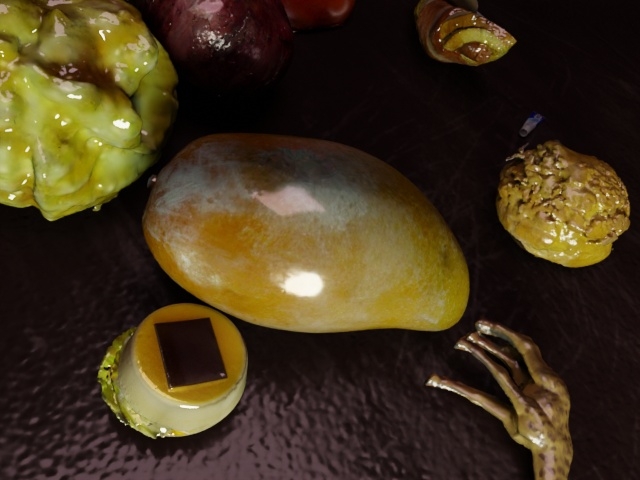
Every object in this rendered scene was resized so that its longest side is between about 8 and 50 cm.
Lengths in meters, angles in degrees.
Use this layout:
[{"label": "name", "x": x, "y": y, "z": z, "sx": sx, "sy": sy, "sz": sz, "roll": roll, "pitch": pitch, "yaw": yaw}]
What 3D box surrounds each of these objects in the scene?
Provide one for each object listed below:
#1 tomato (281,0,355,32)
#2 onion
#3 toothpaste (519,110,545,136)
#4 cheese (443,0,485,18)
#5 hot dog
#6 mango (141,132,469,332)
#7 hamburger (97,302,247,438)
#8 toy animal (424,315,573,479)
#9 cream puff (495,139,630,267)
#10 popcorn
[{"label": "tomato", "x": -0.040, "y": -0.478, "z": 1.022, "sx": 0.228, "sy": 0.101, "sz": 0.227, "roll": 7, "pitch": 55, "yaw": -11}, {"label": "onion", "x": -0.132, "y": -0.311, "z": 0.784, "sx": 0.252, "sy": 0.219, "sz": 0.252, "roll": 41, "pitch": 14, "yaw": -12}, {"label": "toothpaste", "x": 0.358, "y": -0.198, "z": 0.963, "sx": 0.024, "sy": 0.015, "sz": 0.083, "roll": 34, "pitch": 48, "yaw": 14}, {"label": "cheese", "x": 0.270, "y": -0.434, "z": 1.060, "sx": 0.192, "sy": 0.037, "sz": 0.097, "roll": 27, "pitch": 12, "yaw": -28}, {"label": "hot dog", "x": 0.231, "y": -0.354, "z": 0.991, "sx": 0.123, "sy": 0.093, "sz": 0.261, "roll": 15, "pitch": 26, "yaw": -23}, {"label": "mango", "x": 0.000, "y": 0.000, "z": 0.622, "sx": 0.384, "sy": 0.199, "sz": 0.221, "roll": 21, "pitch": 41, "yaw": -12}, {"label": "hamburger", "x": -0.141, "y": 0.128, "z": 0.560, "sx": 0.141, "sy": 0.081, "sz": 0.126, "roll": -21, "pitch": 63, "yaw": -40}, {"label": "toy animal", "x": 0.218, "y": 0.206, "z": 0.606, "sx": 0.149, "sy": 0.054, "sz": 0.275, "roll": -12, "pitch": 59, "yaw": -18}, {"label": "cream puff", "x": 0.335, "y": -0.060, "z": 0.783, "sx": 0.189, "sy": 0.129, "sz": 0.189, "roll": 9, "pitch": 51, "yaw": -11}, {"label": "popcorn", "x": -0.305, "y": -0.162, "z": 0.639, "sx": 0.282, "sy": 0.247, "sz": 0.281, "roll": 7, "pitch": 64, "yaw": -13}]
